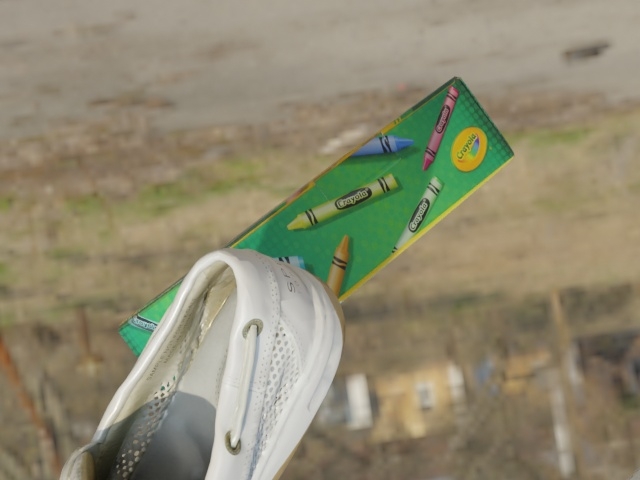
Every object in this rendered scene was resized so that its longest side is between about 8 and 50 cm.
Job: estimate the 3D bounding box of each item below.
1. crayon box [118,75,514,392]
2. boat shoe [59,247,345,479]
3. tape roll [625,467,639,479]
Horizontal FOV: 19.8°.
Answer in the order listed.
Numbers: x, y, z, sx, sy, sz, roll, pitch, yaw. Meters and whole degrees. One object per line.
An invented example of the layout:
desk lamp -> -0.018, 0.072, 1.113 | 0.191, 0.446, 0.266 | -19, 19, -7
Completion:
crayon box -> 0.000, 0.000, 1.356 | 0.278, 0.081, 0.165 | -38, -178, -38
boat shoe -> -0.086, 0.130, 0.858 | 0.098, 0.277, 0.096 | 19, 174, 34
tape roll -> 0.182, 0.310, 1.308 | 0.392, 0.072, 0.392 | -50, 179, -1
